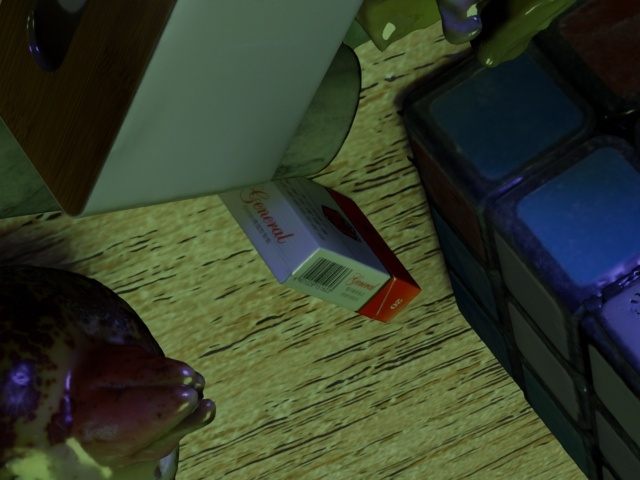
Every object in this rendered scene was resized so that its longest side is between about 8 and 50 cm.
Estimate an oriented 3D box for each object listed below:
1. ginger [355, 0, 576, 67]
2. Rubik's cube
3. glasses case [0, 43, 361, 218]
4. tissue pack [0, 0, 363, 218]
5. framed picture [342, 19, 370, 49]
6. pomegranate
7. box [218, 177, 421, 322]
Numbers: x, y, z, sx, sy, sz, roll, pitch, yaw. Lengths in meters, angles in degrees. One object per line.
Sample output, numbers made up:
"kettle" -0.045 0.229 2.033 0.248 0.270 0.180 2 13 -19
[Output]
"ginger" 0.180 -0.226 1.011 0.358 0.211 0.413 0 137 -39
"Rubik's cube" 0.313 0.004 1.375 0.359 0.363 0.362 -32 148 -4
"glasses case" -0.113 -0.069 1.125 0.299 0.060 0.114 -9 138 -39
"tissue pack" -0.074 -0.153 0.951 0.136 0.159 0.246 -9 139 -41
"framed picture" 0.125 -0.255 1.135 0.293 0.018 0.231 -28 149 -8
"pomegranate" -0.166 0.114 1.146 0.248 0.214 0.214 -12 170 41
"box" 0.000 0.000 1.298 0.048 0.100 0.152 -44 149 17
